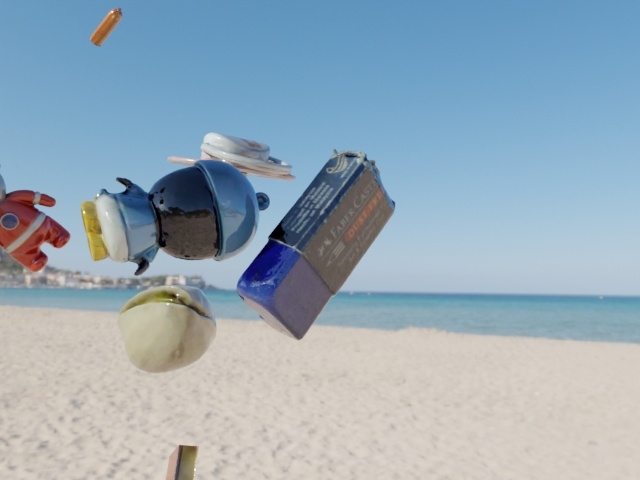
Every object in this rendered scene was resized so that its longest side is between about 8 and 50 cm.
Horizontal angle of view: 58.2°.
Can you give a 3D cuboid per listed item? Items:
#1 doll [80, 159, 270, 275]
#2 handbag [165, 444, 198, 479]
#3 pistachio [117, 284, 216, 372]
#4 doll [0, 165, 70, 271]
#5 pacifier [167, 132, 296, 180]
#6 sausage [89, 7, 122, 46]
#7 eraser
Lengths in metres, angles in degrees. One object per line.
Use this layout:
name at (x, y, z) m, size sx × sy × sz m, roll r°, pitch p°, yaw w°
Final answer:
doll at (-0.230, -0.042, 0.966) m, size 0.314 × 0.177 × 0.141 m, roll -12°, pitch 0°, yaw -26°
handbag at (-0.316, 0.565, 1.273) m, size 0.063 × 0.190 × 0.127 m, roll 14°, pitch -36°, yaw -18°
pistachio at (-0.363, 0.204, 1.376) m, size 0.226 × 0.207 × 0.332 m, roll 34°, pitch -37°, yaw -18°
doll at (-0.728, -0.073, 1.282) m, size 0.336 × 0.199 × 0.105 m, roll 49°, pitch -15°, yaw -32°
pacifier at (-0.219, -0.156, 1.437) m, size 0.332 × 0.220 × 0.273 m, roll 5°, pitch -49°, yaw -44°
sausage at (-0.487, -0.493, 1.316) m, size 0.107 × 0.031 × 0.031 m, roll -39°, pitch -25°, yaw 26°
eraser at (0.000, 0.000, 1.014) m, size 0.102 × 0.332 × 0.155 m, roll 18°, pitch -26°, yaw 42°
